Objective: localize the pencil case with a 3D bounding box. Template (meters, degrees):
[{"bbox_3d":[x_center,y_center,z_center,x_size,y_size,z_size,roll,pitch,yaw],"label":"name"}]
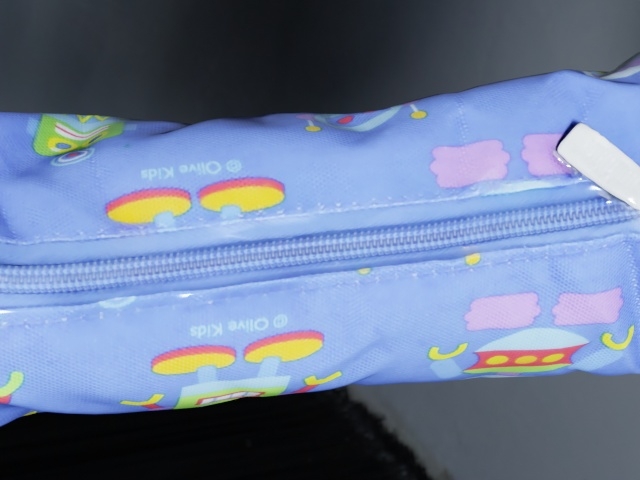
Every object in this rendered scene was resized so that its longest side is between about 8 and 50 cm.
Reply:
[{"bbox_3d":[0.000,0.000,0.464,0.133,0.306,0.119,140,124,-80],"label":"pencil case"}]
